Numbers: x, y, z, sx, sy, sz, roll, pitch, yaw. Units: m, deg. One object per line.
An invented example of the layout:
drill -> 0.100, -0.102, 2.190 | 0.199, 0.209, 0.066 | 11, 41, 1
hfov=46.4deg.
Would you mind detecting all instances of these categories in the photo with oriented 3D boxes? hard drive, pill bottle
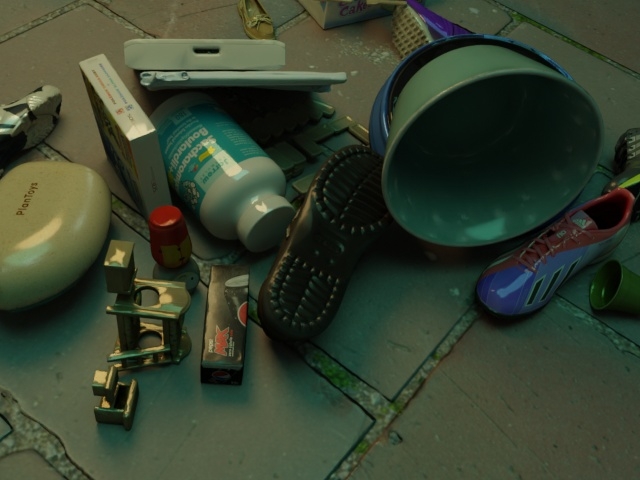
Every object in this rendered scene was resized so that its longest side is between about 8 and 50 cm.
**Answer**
hard drive -> -0.201, -0.308, 1.247 | 0.233, 0.047, 0.353 | -3, 13, -12
pill bottle -> -0.151, -0.101, 1.150 | 0.146, 0.146, 0.264 | -28, 59, -28

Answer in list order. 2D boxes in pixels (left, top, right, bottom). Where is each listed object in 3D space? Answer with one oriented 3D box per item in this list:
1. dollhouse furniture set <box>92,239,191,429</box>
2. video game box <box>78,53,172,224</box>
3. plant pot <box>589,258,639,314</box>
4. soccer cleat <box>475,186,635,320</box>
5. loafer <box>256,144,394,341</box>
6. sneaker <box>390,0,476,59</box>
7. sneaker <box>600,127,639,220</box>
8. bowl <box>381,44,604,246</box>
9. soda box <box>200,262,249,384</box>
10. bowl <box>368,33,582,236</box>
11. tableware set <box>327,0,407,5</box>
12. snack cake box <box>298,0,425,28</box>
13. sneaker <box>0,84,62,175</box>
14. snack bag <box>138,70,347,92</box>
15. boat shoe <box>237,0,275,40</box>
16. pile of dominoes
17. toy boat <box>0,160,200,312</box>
dollhouse furniture set -> -0.220, 0.123, 0.928 | 0.101, 0.182, 0.161 | 7, 49, -4
video game box -> -0.289, -0.144, 1.127 | 0.048, 0.205, 0.187 | -28, 59, -20
plant pot -> 0.473, 0.080, 1.152 | 0.079, 0.083, 0.083 | 20, 49, -9
soccer cleat -> 0.365, 0.013, 1.156 | 0.318, 0.116, 0.108 | -26, 59, -28
loafer -> 0.000, 0.000, 1.092 | 0.134, 0.130, 0.366 | 38, 54, -5
sneaker -> 0.266, -0.379, 1.486 | 0.146, 0.102, 0.293 | -26, 66, -27
sneaker -> 0.568, -0.131, 1.330 | 0.121, 0.111, 0.300 | 36, 46, 29
bowl -> 0.225, -0.153, 1.078 | 0.312, 0.311, 0.163 | -1, 44, -10
soda box -> -0.131, 0.113, 1.035 | 0.060, 0.053, 0.169 | 4, 50, -6
bowl -> 0.280, -0.192, 1.280 | 0.391, 0.077, 0.391 | 2, 64, -4
tableware set -> 0.079, -0.520, 1.481 | 0.194, 0.039, 0.128 | 3, 49, 1
snack cake box -> 0.086, -0.555, 1.607 | 0.264, 0.089, 0.152 | -20, 57, -24
sneaker -> -0.540, -0.195, 1.200 | 0.153, 0.094, 0.235 | 29, 62, 4
snack bag -> -0.135, -0.264, 1.240 | 0.323, 0.037, 0.342 | -3, 13, -13
boat shoe -> -0.131, -0.457, 1.516 | 0.056, 0.048, 0.153 | -10, 53, -17
pile of dominoes -> -0.026, -0.162, 1.309 | 0.196, 0.040, 0.251 | 41, 47, 24
toy boat -> -0.331, 0.010, 1.049 | 0.318, 0.148, 0.267 | 6, 44, 5
